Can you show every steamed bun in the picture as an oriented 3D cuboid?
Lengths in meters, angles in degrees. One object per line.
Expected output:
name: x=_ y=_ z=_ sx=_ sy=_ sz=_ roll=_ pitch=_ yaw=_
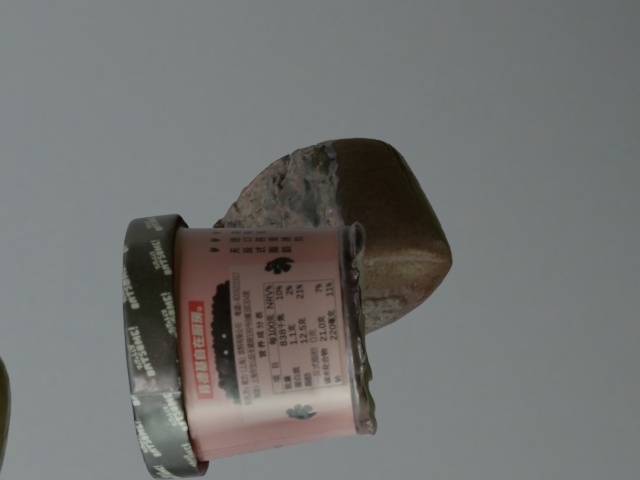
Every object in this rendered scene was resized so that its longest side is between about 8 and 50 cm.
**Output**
steamed bun: x=0.000 y=0.000 z=1.198 sx=0.106 sy=0.175 sz=0.145 roll=38 pitch=-155 yaw=-56

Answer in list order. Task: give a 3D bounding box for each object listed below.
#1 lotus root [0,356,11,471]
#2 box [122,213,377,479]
lotus root: x=-0.402 y=0.220 z=1.530 sx=0.183 sy=0.182 sz=0.310 roll=15 pitch=-97 yaw=-64
box: x=-0.036 y=0.056 z=0.896 sx=0.151 sy=0.135 sz=0.151 roll=-6 pitch=-90 yaw=-86
